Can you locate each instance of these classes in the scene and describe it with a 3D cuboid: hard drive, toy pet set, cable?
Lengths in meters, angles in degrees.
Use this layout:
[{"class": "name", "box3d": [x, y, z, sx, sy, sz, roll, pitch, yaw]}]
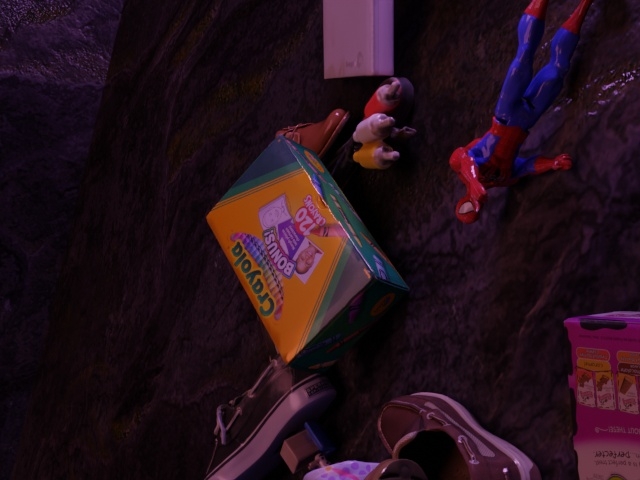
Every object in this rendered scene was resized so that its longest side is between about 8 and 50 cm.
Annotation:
[{"class": "hard drive", "box3d": [0.049, -0.380, 1.297, 0.203, 0.040, 0.308, -157, 65, -70]}, {"class": "toy pet set", "box3d": [0.002, 0.304, 1.239, 0.114, 0.065, 0.122, 53, 148, 27]}, {"class": "cable", "box3d": [0.043, -0.136, 1.286, 0.287, 0.072, 0.140, -22, 58, 59]}]

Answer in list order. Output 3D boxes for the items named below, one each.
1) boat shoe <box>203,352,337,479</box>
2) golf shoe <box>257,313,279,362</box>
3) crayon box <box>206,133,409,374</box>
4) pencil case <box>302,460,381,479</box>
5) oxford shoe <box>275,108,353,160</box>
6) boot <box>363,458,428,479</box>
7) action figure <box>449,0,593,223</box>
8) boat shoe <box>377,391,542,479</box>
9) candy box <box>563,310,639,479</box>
[{"class": "boat shoe", "box3d": [-0.096, 0.262, 1.334, 0.105, 0.113, 0.306, 54, 132, 23]}, {"class": "golf shoe", "box3d": [-0.065, 0.058, 1.397, 0.120, 0.105, 0.273, 124, 146, -49]}, {"class": "crayon box", "box3d": [-0.025, 0.015, 1.237, 0.165, 0.081, 0.278, -46, 52, 18]}, {"class": "pencil case", "box3d": [0.045, 0.385, 1.049, 0.124, 0.113, 0.273, 77, -174, -61]}, {"class": "oxford shoe", "box3d": [-0.027, -0.144, 1.400, 0.212, 0.076, 0.076, -35, 15, 51]}, {"class": "boot", "box3d": [-0.012, 0.339, 0.963, 0.269, 0.089, 0.236, -13, 63, 50]}, {"class": "action figure", "box3d": [0.210, -0.123, 0.932, 0.139, 0.091, 0.280, -108, 38, -58]}, {"class": "boat shoe", "box3d": [0.117, 0.214, 0.987, 0.257, 0.095, 0.095, 10, 89, 63]}, {"class": "candy box", "box3d": [0.265, 0.172, 0.690, 0.159, 0.071, 0.234, -3, 91, 62]}]
